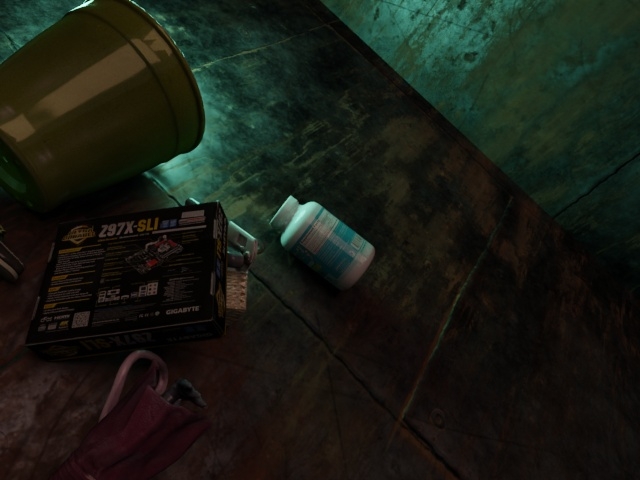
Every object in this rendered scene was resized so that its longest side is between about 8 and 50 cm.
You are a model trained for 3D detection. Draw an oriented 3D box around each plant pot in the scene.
[{"bbox_3d":[-0.492,-0.249,0.952,0.366,0.366,0.353,42,54,0],"label":"plant pot"}]

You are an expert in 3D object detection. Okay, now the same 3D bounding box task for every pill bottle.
[{"bbox_3d":[0.000,0.000,1.220,0.264,0.146,0.146,38,43,-4],"label":"pill bottle"}]

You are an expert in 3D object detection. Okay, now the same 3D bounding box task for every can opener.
[{"bbox_3d":[-0.236,-0.020,1.018,0.095,0.076,0.283,4,21,-47],"label":"can opener"}]

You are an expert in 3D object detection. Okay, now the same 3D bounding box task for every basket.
[{"bbox_3d":[-0.245,0.111,0.985,0.167,0.113,0.103,12,55,-28],"label":"basket"}]

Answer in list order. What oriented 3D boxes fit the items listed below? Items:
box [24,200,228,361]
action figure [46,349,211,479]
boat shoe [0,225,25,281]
[{"bbox_3d":[-0.334,0.067,0.858,0.321,0.079,0.257,-8,53,1],"label":"box"},{"bbox_3d":[-0.339,0.338,0.683,0.275,0.248,0.370,28,61,38],"label":"action figure"},{"bbox_3d":[-0.613,-0.018,0.843,0.227,0.081,0.069,38,47,0],"label":"boat shoe"}]
